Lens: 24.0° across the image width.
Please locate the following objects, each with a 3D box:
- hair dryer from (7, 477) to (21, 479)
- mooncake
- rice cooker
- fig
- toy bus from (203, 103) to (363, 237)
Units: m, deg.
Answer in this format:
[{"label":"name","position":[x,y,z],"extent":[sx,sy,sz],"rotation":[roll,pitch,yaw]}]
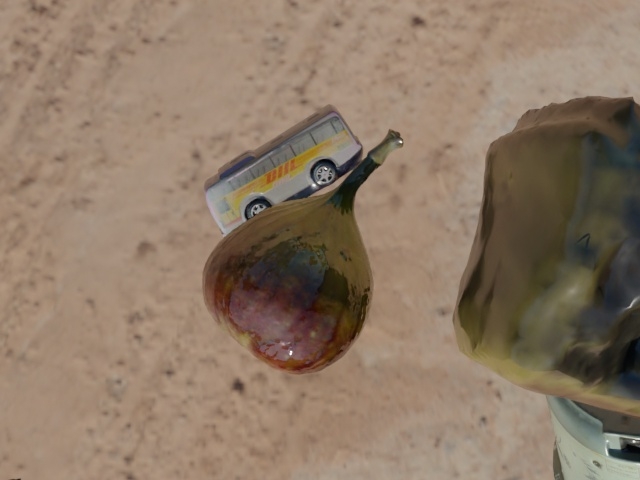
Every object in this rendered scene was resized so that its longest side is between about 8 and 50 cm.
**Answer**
[{"label":"hair dryer","position":[-0.282,0.184,1.045],"extent":[0.150,0.047,0.071],"rotation":[-15,157,-8]},{"label":"mooncake","position":[0.304,0.043,1.167],"extent":[0.394,0.393,0.246],"rotation":[23,82,-55]},{"label":"rice cooker","position":[0.374,0.196,1.634],"extent":[0.264,0.316,0.316],"rotation":[1,116,19]},{"label":"fig","position":[0.003,0.015,1.358],"extent":[0.231,0.160,0.143],"rotation":[-41,126,-14]},{"label":"toy bus","position":[-0.041,-0.071,1.548],"extent":[0.172,0.057,0.072],"rotation":[-31,105,3]}]
